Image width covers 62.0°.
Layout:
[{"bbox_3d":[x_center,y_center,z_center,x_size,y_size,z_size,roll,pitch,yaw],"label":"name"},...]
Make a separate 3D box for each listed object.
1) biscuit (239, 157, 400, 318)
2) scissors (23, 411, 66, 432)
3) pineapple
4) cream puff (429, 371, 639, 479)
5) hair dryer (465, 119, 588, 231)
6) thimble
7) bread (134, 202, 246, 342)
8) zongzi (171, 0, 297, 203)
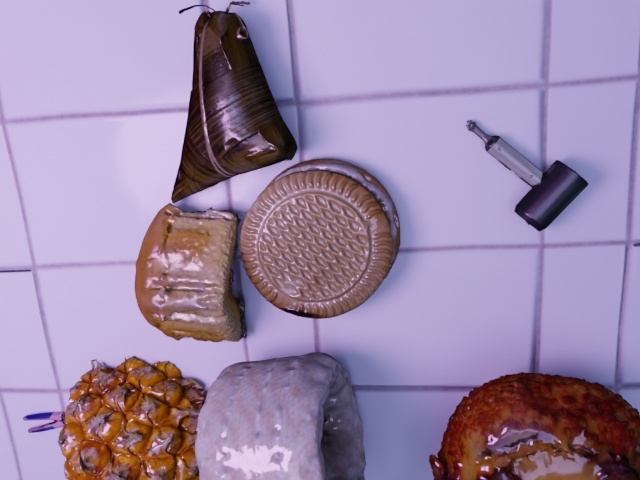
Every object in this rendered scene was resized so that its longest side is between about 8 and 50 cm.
[{"bbox_3d":[0.000,0.000,0.842,0.259,0.079,0.259,2,105,6],"label":"biscuit"},{"bbox_3d":[-0.519,0.348,1.028,0.113,0.012,0.039,-10,103,9],"label":"scissors"},{"bbox_3d":[-0.271,0.360,0.902,0.286,0.209,0.344,-21,100,11],"label":"pineapple"},{"bbox_3d":[0.332,0.332,0.815,0.351,0.228,0.350,-1,128,-1],"label":"cream puff"},{"bbox_3d":[0.291,-0.111,0.802,0.198,0.057,0.100,42,105,4],"label":"hair dryer"},{"bbox_3d":[-0.049,0.326,0.831,0.195,0.291,0.291,-9,104,15],"label":"thimble"},{"bbox_3d":[-0.212,0.080,0.850,0.174,0.133,0.251,5,111,5],"label":"bread"},{"bbox_3d":[-0.183,-0.202,0.806,0.241,0.111,0.247,-18,95,24],"label":"zongzi"}]
